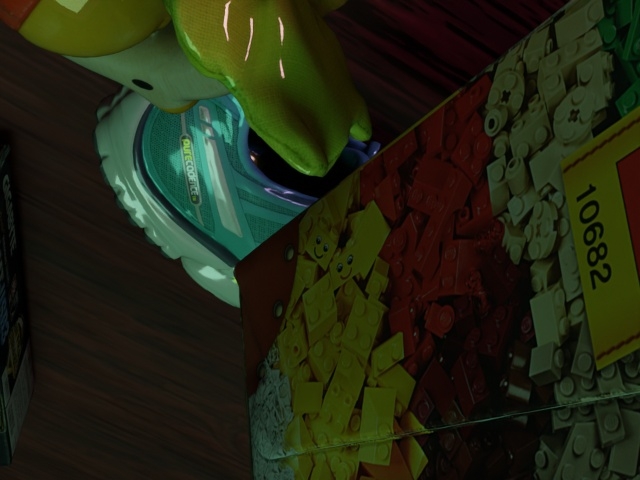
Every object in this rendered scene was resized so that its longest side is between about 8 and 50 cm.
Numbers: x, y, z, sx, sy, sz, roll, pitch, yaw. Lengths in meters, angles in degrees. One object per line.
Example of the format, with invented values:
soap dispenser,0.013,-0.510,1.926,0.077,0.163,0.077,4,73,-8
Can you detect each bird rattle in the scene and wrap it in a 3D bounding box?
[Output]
bird rattle,-0.090,-0.112,0.616,0.253,0.143,0.207,23,161,-15

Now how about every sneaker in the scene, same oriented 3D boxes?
sneaker,0.000,0.000,0.911,0.110,0.107,0.275,-26,133,27

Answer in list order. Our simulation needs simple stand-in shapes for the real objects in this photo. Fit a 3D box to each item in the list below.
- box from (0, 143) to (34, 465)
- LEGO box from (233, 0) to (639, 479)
box,-0.331,0.023,1.047,0.295,0.073,0.293,10,144,1
LEGO box,0.270,0.064,0.739,0.500,0.193,0.372,13,148,-32
